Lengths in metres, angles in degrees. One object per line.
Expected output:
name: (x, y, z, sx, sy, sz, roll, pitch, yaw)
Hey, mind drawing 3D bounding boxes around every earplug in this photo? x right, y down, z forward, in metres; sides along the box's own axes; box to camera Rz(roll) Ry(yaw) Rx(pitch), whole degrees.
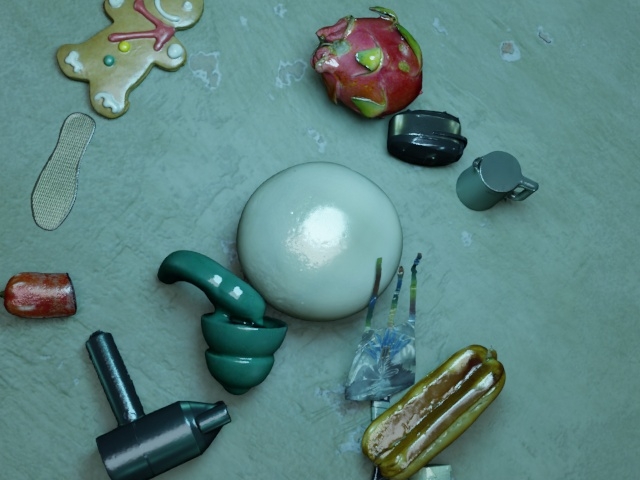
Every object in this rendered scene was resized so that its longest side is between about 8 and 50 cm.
earplug: (-0.191, 0.156, 1.647, 0.258, 0.164, 0.280, -1, 92, 1)

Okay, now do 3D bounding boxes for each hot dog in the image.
hot dog: (0.231, 0.329, 1.683, 0.337, 0.100, 0.135, -40, 54, -13)

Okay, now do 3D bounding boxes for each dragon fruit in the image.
dragon fruit: (0.098, -0.358, 1.753, 0.227, 0.224, 0.224, 40, 73, -38)

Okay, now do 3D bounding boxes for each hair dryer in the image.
hair dryer: (-0.325, 0.286, 1.639, 0.244, 0.116, 0.302, -24, 76, -14)

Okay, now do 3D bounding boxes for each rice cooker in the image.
rice cooker: (0.219, -0.214, 1.797, 0.165, 0.112, 0.106, 1, 73, -8)

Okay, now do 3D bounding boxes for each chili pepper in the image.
chili pepper: (-0.562, 0.106, 1.645, 0.192, 0.084, 0.086, -1, 63, -13)

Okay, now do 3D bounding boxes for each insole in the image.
insole: (-0.518, -0.142, 1.738, 0.086, 0.005, 0.253, 16, 77, -5)

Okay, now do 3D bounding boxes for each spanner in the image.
spanner: (0.126, 0.388, 1.716, 0.087, 0.024, 0.315, 2, 78, -9)

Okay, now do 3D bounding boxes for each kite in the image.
kite: (0.123, 0.174, 1.655, 0.169, 0.015, 0.309, -11, 115, -28)

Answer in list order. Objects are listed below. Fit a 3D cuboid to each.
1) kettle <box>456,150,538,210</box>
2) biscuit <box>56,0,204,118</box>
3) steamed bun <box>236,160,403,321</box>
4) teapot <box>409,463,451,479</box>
kettle: (0.355, -0.114, 1.777, 0.098, 0.148, 0.126, -36, 87, -13)
biscuit: (-0.379, -0.424, 1.791, 0.340, 0.047, 0.216, -42, 88, -13)
steamed bun: (0.000, 0.000, 1.679, 0.325, 0.206, 0.324, 2, 79, -9)
teapot: (0.228, 0.536, 1.675, 0.107, 0.077, 0.200, 5, 78, -26)
